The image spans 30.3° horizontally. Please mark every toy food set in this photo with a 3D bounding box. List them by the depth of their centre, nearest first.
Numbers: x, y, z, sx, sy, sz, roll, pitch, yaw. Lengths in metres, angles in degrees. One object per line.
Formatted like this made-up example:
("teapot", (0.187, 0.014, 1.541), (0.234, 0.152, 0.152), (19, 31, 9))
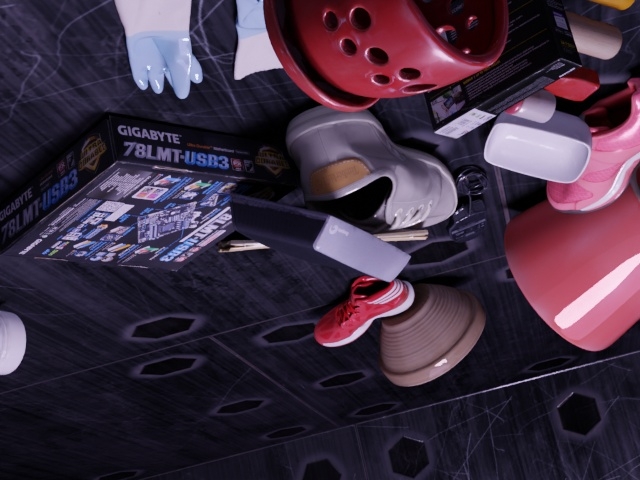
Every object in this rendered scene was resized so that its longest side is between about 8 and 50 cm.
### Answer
("toy food set", (0.257, -0.220, 1.371), (0.104, 0.111, 0.232), (11, 153, -25))

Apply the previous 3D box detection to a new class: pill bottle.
("pill bottle", (-0.577, 0.151, 1.826), (0.131, 0.131, 0.229), (-26, 157, 32))

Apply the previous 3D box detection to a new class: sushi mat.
("sushi mat", (-0.001, 0.000, 1.850), (0.316, 0.019, 0.151), (-3, -179, -14))

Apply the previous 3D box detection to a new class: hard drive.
("hard drive", (0.000, 0.000, 1.580), (0.172, 0.054, 0.254), (13, 174, 29))

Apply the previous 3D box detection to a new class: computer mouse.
("computer mouse", (0.233, -0.064, 1.907), (0.071, 0.041, 0.242), (-21, 154, -5))

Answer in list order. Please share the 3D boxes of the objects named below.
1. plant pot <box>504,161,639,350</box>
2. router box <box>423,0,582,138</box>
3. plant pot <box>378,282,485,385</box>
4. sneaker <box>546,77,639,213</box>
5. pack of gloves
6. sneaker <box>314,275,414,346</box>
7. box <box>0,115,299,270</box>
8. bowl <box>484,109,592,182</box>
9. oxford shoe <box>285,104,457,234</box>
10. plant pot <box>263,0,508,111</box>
("plant pot", (0.481, 0.007, 1.947), (0.275, 0.275, 0.243), (7, 142, -45))
("router box", (0.188, -0.211, 1.303), (0.046, 0.133, 0.179), (8, 152, -45))
("plant pot", (0.194, 0.163, 2.315), (0.237, 0.237, 0.110), (-25, 117, 32))
("sneaker", (0.406, -0.148, 1.708), (0.136, 0.116, 0.314), (13, 147, -25))
("pack of gloves", (-0.108, -0.208, 1.255), (0.195, 0.046, 0.232), (-10, 161, -5))
("sneaker", (0.059, 0.122, 2.265), (0.221, 0.087, 0.128), (-33, 147, 17))
("box", (-0.232, -0.052, 1.572), (0.293, 0.073, 0.295), (4, 154, -43))
("bowl", (0.305, -0.140, 1.645), (0.142, 0.053, 0.142), (16, 159, 5))
("oxford shoe", (0.082, -0.064, 1.661), (0.169, 0.130, 0.449), (-22, 161, 17))
("plant pot", (0.057, -0.220, 1.114), (0.174, 0.191, 0.191), (-23, 159, 40))
